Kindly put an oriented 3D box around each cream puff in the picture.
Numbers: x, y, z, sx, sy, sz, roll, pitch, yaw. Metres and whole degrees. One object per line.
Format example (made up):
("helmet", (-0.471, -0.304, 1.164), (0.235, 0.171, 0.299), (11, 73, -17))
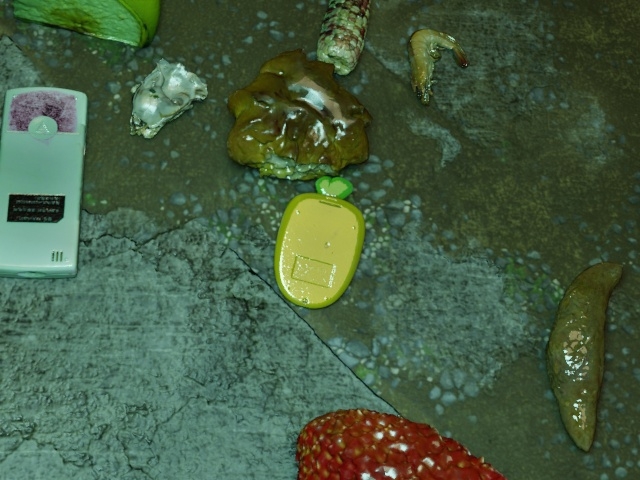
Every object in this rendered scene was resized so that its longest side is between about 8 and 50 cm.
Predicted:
("cream puff", (-0.045, -0.206, 1.647), (0.269, 0.155, 0.241), (-28, 79, -26))

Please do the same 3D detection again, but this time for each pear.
("pear", (-0.413, -0.522, 1.709), (0.287, 0.176, 0.281), (12, 63, -5))

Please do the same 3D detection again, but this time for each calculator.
("calculator", (0.000, 0.000, 1.601), (0.146, 0.032, 0.234), (14, 79, -5))

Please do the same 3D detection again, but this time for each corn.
("corn", (0.050, -0.428, 1.795), (0.086, 0.086, 0.253), (13, 62, -4))

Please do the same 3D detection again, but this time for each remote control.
("remote control", (-0.468, -0.102, 1.578), (0.145, 0.050, 0.343), (2, 66, -9))

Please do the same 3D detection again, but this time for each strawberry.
("strawberry", (0.133, 0.376, 1.374), (0.292, 0.292, 0.343), (-22, 57, -18))

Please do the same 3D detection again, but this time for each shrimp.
("shrimp", (0.227, -0.329, 1.810), (0.124, 0.034, 0.178), (3, 61, -15))

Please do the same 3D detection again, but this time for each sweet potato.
("sweet potato", (0.436, 0.176, 1.587), (0.114, 0.092, 0.341), (24, 64, -17))

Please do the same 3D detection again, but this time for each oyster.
("oyster", (-0.284, -0.255, 1.677), (0.166, 0.053, 0.108), (-43, 98, -30))
